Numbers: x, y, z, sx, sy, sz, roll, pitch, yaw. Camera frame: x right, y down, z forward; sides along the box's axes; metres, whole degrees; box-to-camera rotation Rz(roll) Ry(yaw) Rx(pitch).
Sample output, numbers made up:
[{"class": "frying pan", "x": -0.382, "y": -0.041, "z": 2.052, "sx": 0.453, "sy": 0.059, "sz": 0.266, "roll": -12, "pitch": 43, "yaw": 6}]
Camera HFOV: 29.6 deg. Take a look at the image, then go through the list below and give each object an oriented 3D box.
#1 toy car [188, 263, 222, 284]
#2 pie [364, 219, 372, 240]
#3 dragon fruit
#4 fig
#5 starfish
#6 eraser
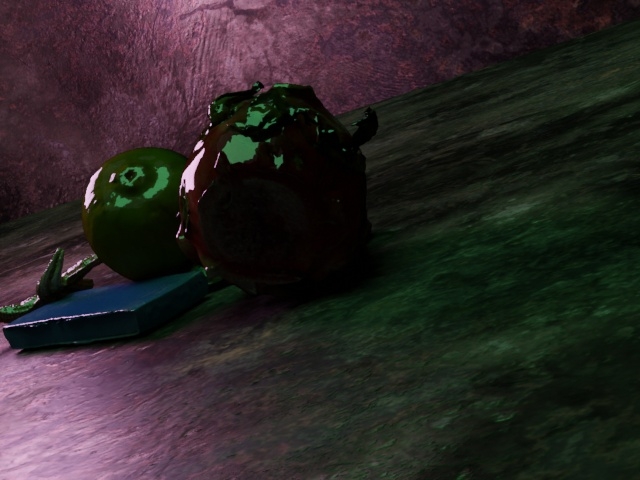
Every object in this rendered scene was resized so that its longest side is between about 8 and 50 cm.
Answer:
[{"class": "toy car", "x": -0.113, "y": 0.016, "z": 1.754, "sx": 0.186, "sy": 0.058, "sz": 0.093, "roll": -27, "pitch": 15, "yaw": -35}, {"class": "pie", "x": 0.000, "y": 0.000, "z": 1.689, "sx": 0.154, "sy": 0.036, "sz": 0.154, "roll": -20, "pitch": 10, "yaw": 4}, {"class": "dragon fruit", "x": -0.053, "y": -0.076, "z": 1.528, "sx": 0.250, "sy": 0.269, "sz": 0.291, "roll": 8, "pitch": 25, "yaw": 7}, {"class": "fig", "x": -0.237, "y": -0.029, "z": 1.801, "sx": 0.207, "sy": 0.230, "sz": 0.207, "roll": -23, "pitch": 47, "yaw": 27}, {"class": "starfish", "x": -0.420, "y": 0.076, "z": 1.910, "sx": 0.277, "sy": 0.062, "sz": 0.236, "roll": -34, "pitch": -10, "yaw": -10}, {"class": "eraser", "x": -0.306, "y": 0.101, "z": 1.716, "sx": 0.312, "sy": 0.043, "sz": 0.144, "roll": -10, "pitch": 14, "yaw": 42}]
